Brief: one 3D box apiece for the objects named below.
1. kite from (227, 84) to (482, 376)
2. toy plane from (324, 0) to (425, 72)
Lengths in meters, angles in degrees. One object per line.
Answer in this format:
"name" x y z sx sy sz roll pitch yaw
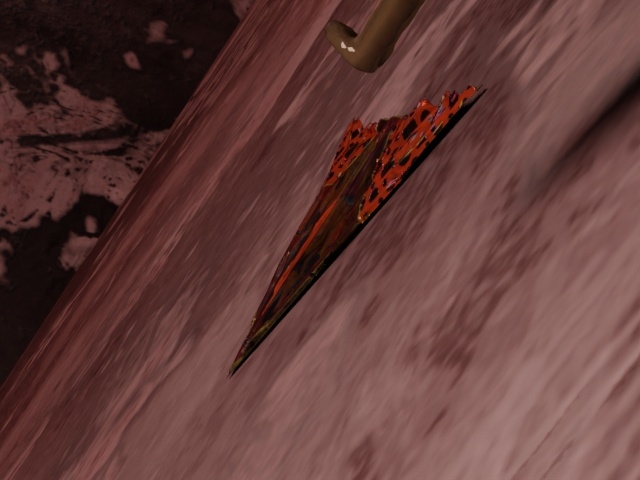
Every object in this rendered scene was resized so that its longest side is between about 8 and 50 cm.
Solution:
"kite" -0.001 -0.001 0.679 0.125 0.008 0.222 -58 8 -5
"toy plane" 0.079 -0.126 0.378 0.242 0.104 0.256 -51 9 12
